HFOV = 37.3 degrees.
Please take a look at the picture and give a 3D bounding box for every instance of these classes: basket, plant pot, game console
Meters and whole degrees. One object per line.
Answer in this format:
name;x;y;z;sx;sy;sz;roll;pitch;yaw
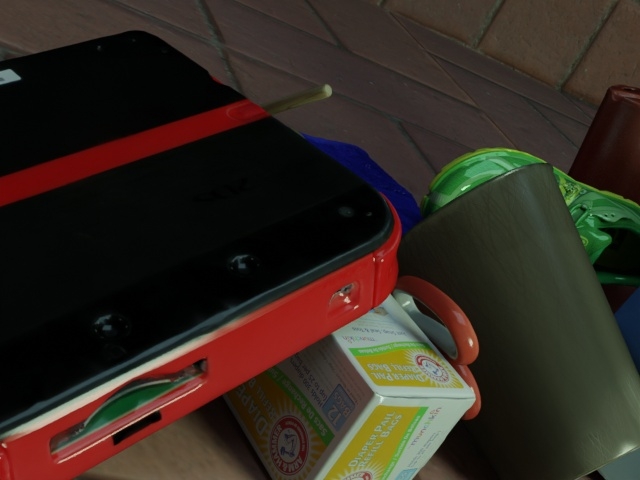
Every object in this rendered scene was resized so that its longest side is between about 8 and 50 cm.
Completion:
basket;0.165;0.085;0.780;0.154;0.204;0.226;-9;64;-44
plant pot;0.420;-0.044;1.213;0.272;0.265;0.272;14;20;-5
game console;-0.171;-0.015;0.617;0.387;0.060;0.342;-25;49;-39

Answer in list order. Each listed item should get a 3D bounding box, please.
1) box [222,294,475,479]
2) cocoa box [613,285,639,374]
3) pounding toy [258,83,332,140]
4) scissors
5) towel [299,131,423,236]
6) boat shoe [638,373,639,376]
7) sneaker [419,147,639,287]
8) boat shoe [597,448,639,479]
box;-0.004;0.083;0.692;0.103;0.114;0.203;10;30;-43
cocoa box;0.483;0.142;0.899;0.231;0.228;0.347;28;22;-25
pounding toy;-0.061;-0.068;0.856;0.094;0.181;0.206;8;31;-42
scissors;0.048;0.048;0.781;0.021;0.109;0.297;-25;28;-15
towel;0.075;-0.017;1.056;0.228;0.076;0.308;1;36;-48
boat shoe;0.424;0.182;1.102;0.049;0.043;0.137;15;28;-38
sneaker;0.253;-0.019;1.024;0.296;0.109;0.123;13;25;-13
boat shoe;0.238;0.106;0.909;0.306;0.113;0.105;47;10;12
